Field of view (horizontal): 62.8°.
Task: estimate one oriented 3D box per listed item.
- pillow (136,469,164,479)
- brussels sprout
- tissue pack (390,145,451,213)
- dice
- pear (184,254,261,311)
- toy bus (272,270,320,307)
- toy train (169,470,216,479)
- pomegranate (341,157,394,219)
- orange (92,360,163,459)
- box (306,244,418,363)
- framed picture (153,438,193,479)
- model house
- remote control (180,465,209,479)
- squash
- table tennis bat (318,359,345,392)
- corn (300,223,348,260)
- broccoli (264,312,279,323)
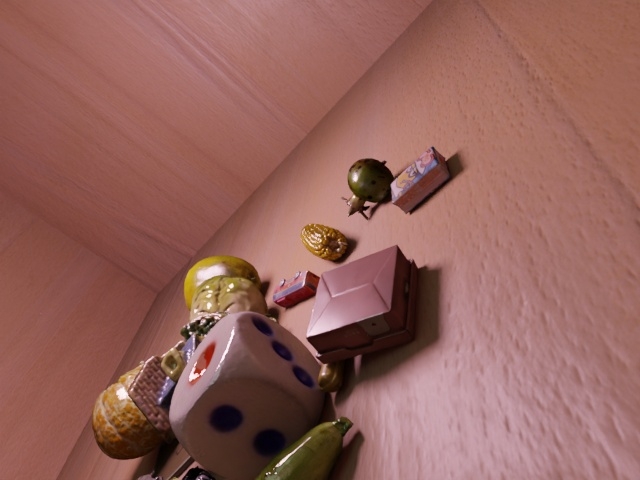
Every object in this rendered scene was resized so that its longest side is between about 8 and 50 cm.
[{"bbox_3d":[-0.506,0.714,1.448,0.169,0.059,0.255,-60,10,-29],"label":"pillow"},{"bbox_3d":[-0.300,0.241,1.655,0.273,0.243,0.317,-60,17,-16],"label":"brussels sprout"},{"bbox_3d":[0.252,-0.155,1.345,0.155,0.065,0.115,-44,20,26],"label":"tissue pack"},{"bbox_3d":[-0.152,0.325,1.127,0.243,0.251,0.259,-52,18,8],"label":"dice"},{"bbox_3d":[-0.364,0.185,1.924,0.321,0.269,0.269,-18,34,30],"label":"pear"},{"bbox_3d":[-0.075,0.147,1.578,0.192,0.065,0.077,-31,34,48],"label":"toy bus"},{"bbox_3d":[-0.301,0.632,1.107,0.260,0.134,0.177,-57,27,-11],"label":"toy train"},{"bbox_3d":[0.141,-0.159,1.541,0.148,0.149,0.169,-82,9,-57],"label":"pomegranate"},{"bbox_3d":[-0.585,0.551,1.713,0.329,0.249,0.329,-40,1,0],"label":"orange"},{"bbox_3d":[0.088,0.129,1.093,0.215,0.086,0.215,-22,31,28],"label":"box"},{"bbox_3d":[-0.408,0.608,1.584,0.324,0.020,0.240,-48,18,12],"label":"framed picture"},{"bbox_3d":[-0.351,0.342,1.369,0.321,0.261,0.266,-52,-21,14],"label":"model house"},{"bbox_3d":[-0.412,0.735,1.284,0.398,0.062,0.144,-52,17,1],"label":"remote control"},{"bbox_3d":[-0.076,0.455,0.913,0.370,0.118,0.118,-53,18,-9],"label":"squash"},{"bbox_3d":[0.044,0.209,1.190,0.198,0.050,0.320,-39,19,31],"label":"table tennis bat"},{"bbox_3d":[0.000,0.000,1.611,0.101,0.101,0.310,-54,20,-5],"label":"corn"},{"bbox_3d":[-0.173,0.270,1.488,0.131,0.120,0.130,-47,25,5],"label":"broccoli"}]
